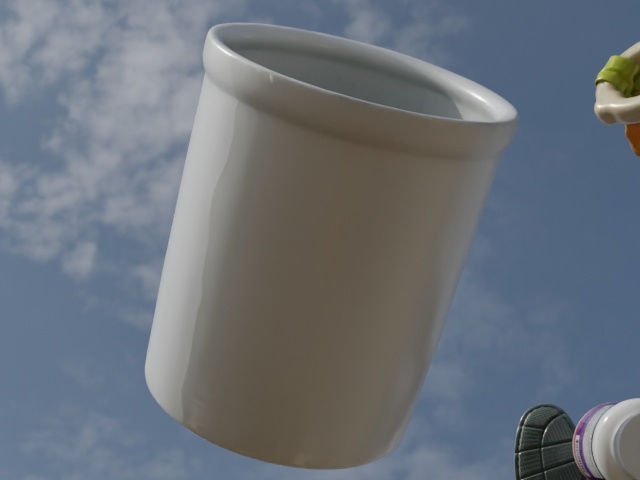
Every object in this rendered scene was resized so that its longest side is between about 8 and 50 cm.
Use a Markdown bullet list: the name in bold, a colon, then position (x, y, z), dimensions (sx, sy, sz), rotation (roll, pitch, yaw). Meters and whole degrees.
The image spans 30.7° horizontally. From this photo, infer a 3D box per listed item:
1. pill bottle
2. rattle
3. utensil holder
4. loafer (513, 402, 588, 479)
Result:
- **pill bottle**: position (0.354, 0.233, 1.315), dimensions (0.108, 0.108, 0.193), rotation (6, -9, 2)
- **rattle**: position (0.412, -0.159, 1.275), dimensions (0.199, 0.130, 0.143), rotation (-19, -70, 33)
- **utensil holder**: position (0.000, 0.000, 1.242), dimensions (0.327, 0.327, 0.385), rotation (13, -71, -4)
- **loafer**: position (0.304, 0.341, 1.463), dimensions (0.096, 0.267, 0.084), rotation (-14, -31, 8)
